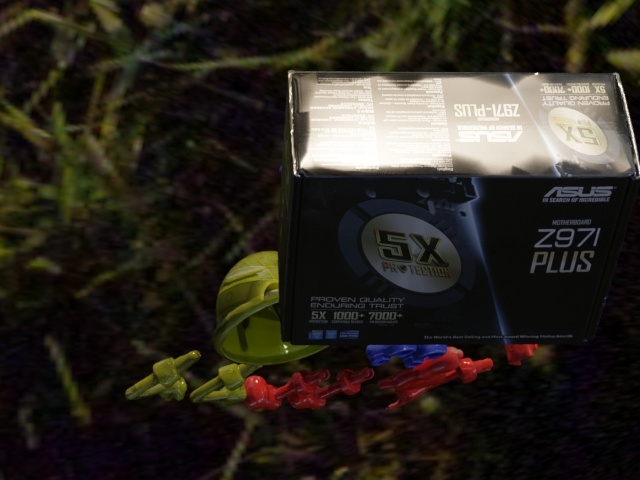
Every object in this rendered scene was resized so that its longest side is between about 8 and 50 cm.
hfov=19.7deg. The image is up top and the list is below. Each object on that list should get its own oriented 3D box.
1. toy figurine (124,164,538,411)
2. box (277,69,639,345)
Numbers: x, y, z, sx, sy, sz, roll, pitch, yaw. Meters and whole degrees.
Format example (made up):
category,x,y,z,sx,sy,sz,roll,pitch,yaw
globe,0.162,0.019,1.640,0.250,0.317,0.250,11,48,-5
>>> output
category,x,y,z,sx,sy,sz,roll,pitch,yaw
toy figurine,0.000,0.000,1.417,0.191,0.363,0.217,-28,68,35
box,0.069,-0.015,1.005,0.180,0.147,0.077,0,50,-5
